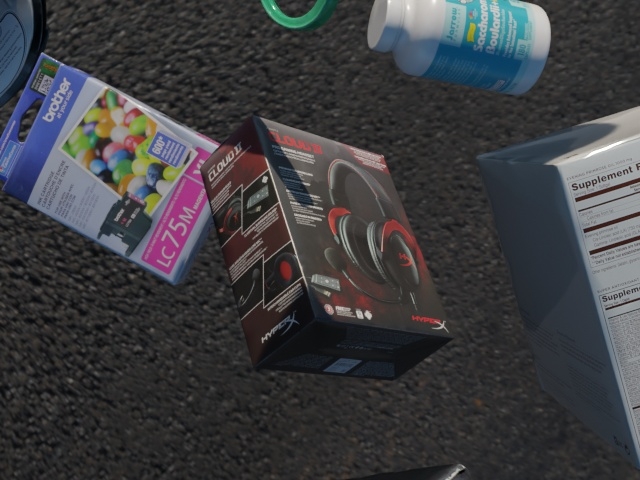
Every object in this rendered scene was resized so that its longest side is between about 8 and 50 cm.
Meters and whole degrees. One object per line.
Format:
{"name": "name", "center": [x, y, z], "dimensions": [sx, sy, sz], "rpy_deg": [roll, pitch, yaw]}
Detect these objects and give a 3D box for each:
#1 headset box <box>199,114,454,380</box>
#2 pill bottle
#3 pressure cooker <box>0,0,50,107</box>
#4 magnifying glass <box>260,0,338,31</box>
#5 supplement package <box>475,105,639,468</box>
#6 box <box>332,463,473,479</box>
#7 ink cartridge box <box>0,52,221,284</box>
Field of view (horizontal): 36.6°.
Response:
{"name": "headset box", "center": [0.000, 0.000, 1.096], "dimensions": [0.218, 0.110, 0.293], "rpy_deg": [13, 48, -42]}
{"name": "pill bottle", "center": [0.212, -0.319, 1.513], "dimensions": [0.264, 0.146, 0.146], "rpy_deg": [7, 92, -16]}
{"name": "pressure cooker", "center": [-0.590, -0.344, 1.382], "dimensions": [0.375, 0.420, 0.370], "rpy_deg": [-10, 117, -20]}
{"name": "magnifying glass", "center": [-0.058, -0.305, 0.978], "dimensions": [0.026, 0.092, 0.231], "rpy_deg": [-8, 57, -49]}
{"name": "supplement package", "center": [0.228, 0.017, 0.688], "dimensions": [0.149, 0.194, 0.203], "rpy_deg": [-18, 98, -4]}
{"name": "box", "center": [-0.062, 0.442, 0.634], "dimensions": [0.297, 0.480, 0.472], "rpy_deg": [-25, 93, -46]}
{"name": "ink cartridge box", "center": [-0.273, -0.096, 1.245], "dimensions": [0.311, 0.065, 0.186], "rpy_deg": [29, 97, 6]}
